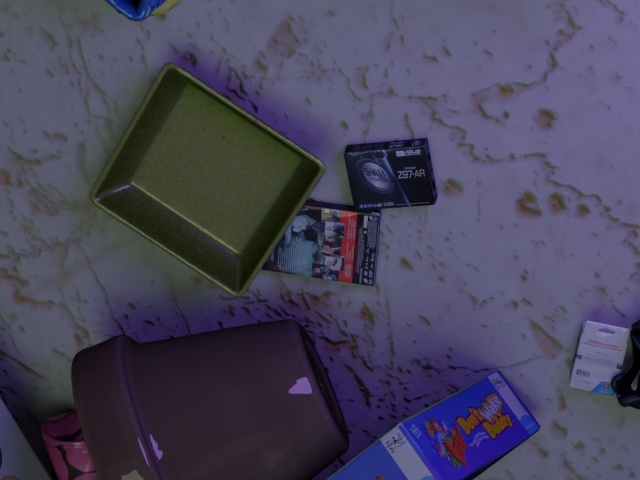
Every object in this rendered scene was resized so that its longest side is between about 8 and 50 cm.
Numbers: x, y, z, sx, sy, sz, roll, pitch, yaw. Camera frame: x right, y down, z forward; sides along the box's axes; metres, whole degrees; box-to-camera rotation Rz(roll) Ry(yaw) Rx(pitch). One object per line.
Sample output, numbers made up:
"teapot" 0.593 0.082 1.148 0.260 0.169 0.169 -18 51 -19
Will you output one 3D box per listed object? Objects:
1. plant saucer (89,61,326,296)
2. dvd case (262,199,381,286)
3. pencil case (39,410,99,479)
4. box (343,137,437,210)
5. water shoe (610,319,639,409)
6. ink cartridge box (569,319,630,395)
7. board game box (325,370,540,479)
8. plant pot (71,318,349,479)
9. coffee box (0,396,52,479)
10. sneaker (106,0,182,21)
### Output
"plant saucer" -0.110 -0.065 1.766 0.188 0.045 0.188 34 120 -1
"dvd case" 0.000 0.000 1.807 0.119 0.013 0.087 7 120 7
"pencil case" -0.263 0.286 1.986 0.098 0.095 0.209 27 129 43
"box" 0.070 -0.065 1.751 0.083 0.018 0.067 -4 119 14
"water shoe" 0.350 0.092 1.736 0.080 0.073 0.203 1 125 -23
"ink cartridge box" 0.285 0.113 1.801 0.048 0.028 0.083 11 121 4
"board game box" 0.039 0.283 1.826 0.347 0.233 0.078 -41 78 28
"plant pot" -0.099 0.194 1.823 0.229 0.263 0.263 -22 113 4
"coffee box" -0.505 0.349 1.875 0.338 0.337 0.334 -19 107 34
"sneaker" -0.185 -0.308 1.604 0.091 0.126 0.240 -14 116 19
